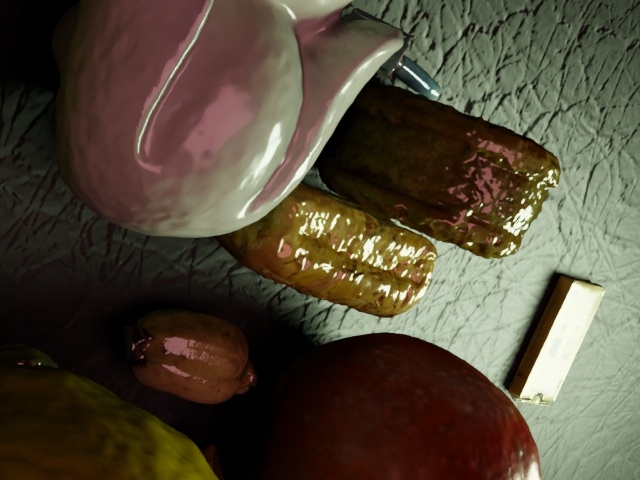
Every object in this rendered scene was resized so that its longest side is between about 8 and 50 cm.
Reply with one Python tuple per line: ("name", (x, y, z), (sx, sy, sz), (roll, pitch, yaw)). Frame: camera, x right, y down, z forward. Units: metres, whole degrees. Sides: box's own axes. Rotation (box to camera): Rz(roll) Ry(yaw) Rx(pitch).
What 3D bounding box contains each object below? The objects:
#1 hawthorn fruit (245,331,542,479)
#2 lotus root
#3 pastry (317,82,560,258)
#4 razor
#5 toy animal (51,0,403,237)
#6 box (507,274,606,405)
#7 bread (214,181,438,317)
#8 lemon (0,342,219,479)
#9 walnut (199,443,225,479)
("hawthorn fruit", (0.052, 0.221, 1.169), (0.284, 0.284, 0.284), (-23, 127, -34))
("lotus root", (-0.102, 0.093, 1.083), (0.152, 0.063, 0.072), (27, 66, -42))
("pastry", (0.096, -0.059, 1.101), (0.189, 0.189, 0.103), (17, 98, -47))
("razor", (0.070, -0.146, 1.127), (0.040, 0.068, 0.135), (-59, 150, 4))
("toy animal", (-0.076, -0.129, 0.878), (0.272, 0.206, 0.265), (33, 85, -51))
("box", (0.259, 0.111, 1.474), (0.073, 0.020, 0.149), (14, 102, -48))
("bread", (0.000, 0.000, 1.094), (0.211, 0.114, 0.083), (23, 99, -46))
("lemon", (-0.198, 0.263, 0.892), (0.350, 0.350, 0.387), (18, 68, -48))
("walnut", (-0.134, 0.265, 1.126), (0.116, 0.116, 0.207), (23, 89, -48))
